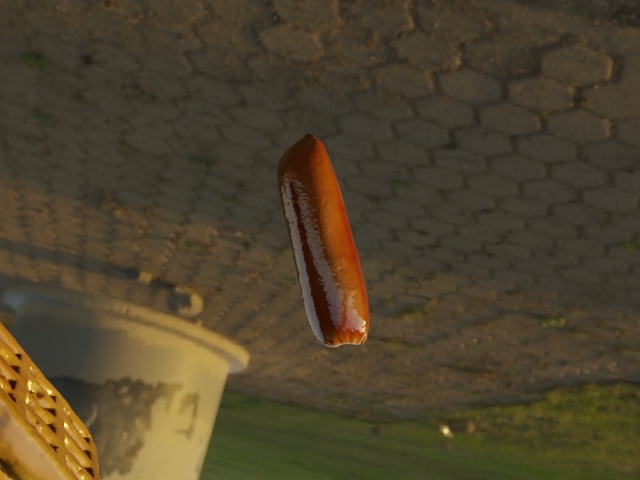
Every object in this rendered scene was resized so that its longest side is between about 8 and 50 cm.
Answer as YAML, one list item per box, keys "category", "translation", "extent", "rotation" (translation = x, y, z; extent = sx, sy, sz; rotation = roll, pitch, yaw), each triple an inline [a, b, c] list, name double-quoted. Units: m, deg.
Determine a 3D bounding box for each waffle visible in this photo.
- category: "waffle"
  translation: [-0.342, 0.143, 0.876]
  extent: [0.328, 0.098, 0.224]
  rotation: [58, 170, -16]

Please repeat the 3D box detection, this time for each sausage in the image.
- category: "sausage"
  translation: [0.000, 0.000, 1.216]
  extent: [0.083, 0.300, 0.089]
  rotation: [-11, 167, -22]
